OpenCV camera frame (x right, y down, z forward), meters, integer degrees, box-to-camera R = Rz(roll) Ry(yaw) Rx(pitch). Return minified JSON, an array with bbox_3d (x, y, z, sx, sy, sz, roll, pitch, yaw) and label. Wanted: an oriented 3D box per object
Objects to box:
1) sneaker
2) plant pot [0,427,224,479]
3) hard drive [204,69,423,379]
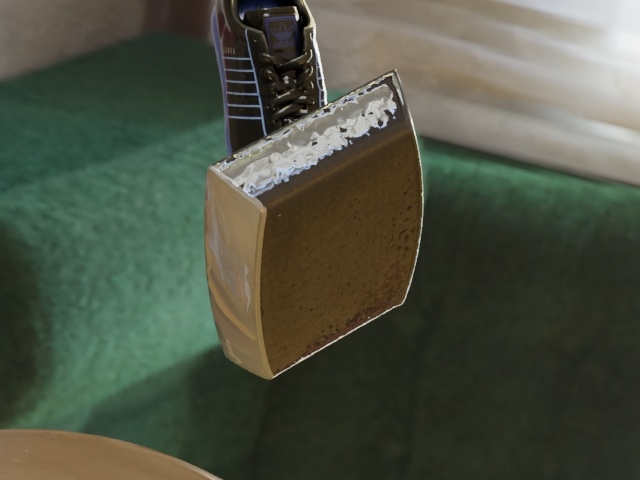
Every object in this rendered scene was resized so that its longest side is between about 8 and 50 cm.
[{"bbox_3d":[-0.036,-0.122,1.446,0.090,0.081,0.232,117,-41,-61],"label":"sneaker"},{"bbox_3d":[-0.112,0.212,0.513,0.229,0.263,0.263,-45,144,-69],"label":"plant pot"},{"bbox_3d":[0.000,0.000,1.344,0.172,0.054,0.254,-29,151,-18],"label":"hard drive"}]
